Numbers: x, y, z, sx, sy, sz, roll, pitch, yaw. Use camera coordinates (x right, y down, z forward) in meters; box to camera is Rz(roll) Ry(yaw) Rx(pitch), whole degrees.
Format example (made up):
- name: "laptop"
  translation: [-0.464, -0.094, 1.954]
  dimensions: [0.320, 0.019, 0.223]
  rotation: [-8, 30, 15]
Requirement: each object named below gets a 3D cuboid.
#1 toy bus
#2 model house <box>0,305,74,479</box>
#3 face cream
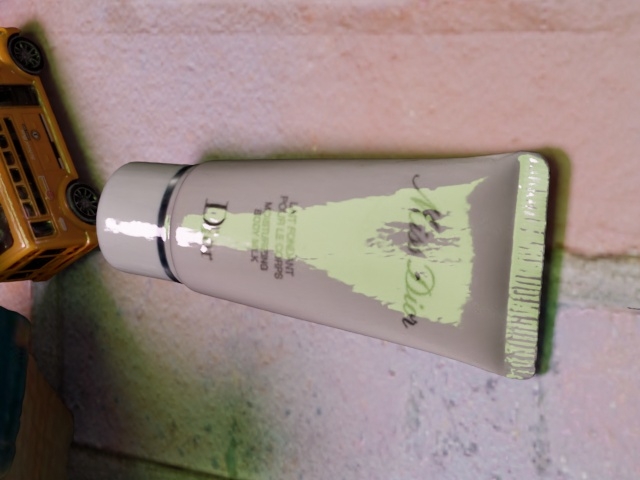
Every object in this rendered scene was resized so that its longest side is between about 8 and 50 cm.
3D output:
- name: "toy bus"
  translation: [-0.245, -0.067, 1.172]
  dimensions: [0.083, 0.088, 0.194]
  rotation: [-33, 75, 35]
- name: "model house"
  translation: [-0.332, 0.160, 1.055]
  dimensions: [0.245, 0.280, 0.312]
  rotation: [-10, 51, 12]
- name: "face cream"
  translation: [0.000, 0.000, 1.010]
  dimensions: [0.314, 0.089, 0.143]
  rotation: [7, 98, 25]
